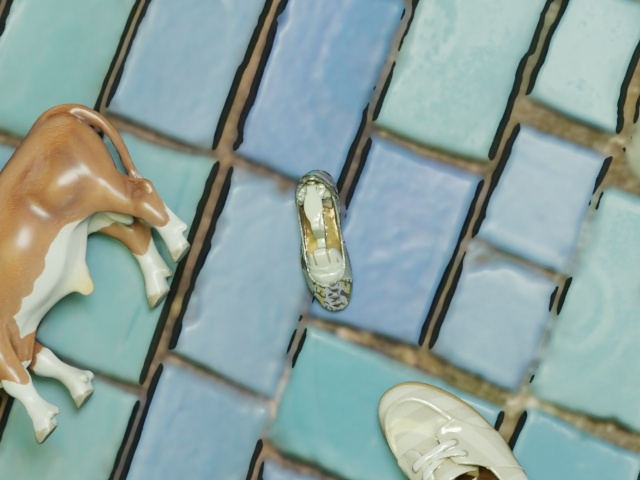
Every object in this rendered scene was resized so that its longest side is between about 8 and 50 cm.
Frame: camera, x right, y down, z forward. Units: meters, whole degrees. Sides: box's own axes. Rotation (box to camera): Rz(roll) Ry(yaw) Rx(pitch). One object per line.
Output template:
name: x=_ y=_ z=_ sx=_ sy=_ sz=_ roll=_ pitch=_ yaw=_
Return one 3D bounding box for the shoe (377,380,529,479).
shoe: x=0.127 y=0.195 z=1.460 sx=0.076 sy=0.058 sz=0.219 roll=-44 pitch=82 yaw=6

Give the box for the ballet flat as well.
ballet flat: x=0.000 y=0.000 z=1.498 sx=0.041 sy=0.041 sz=0.114 roll=-9 pitch=87 yaw=10

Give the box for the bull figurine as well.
bull figurine: x=-0.244 y=0.043 z=1.512 sx=0.188 sy=0.101 sz=0.310 roll=37 pitch=97 yaw=5
